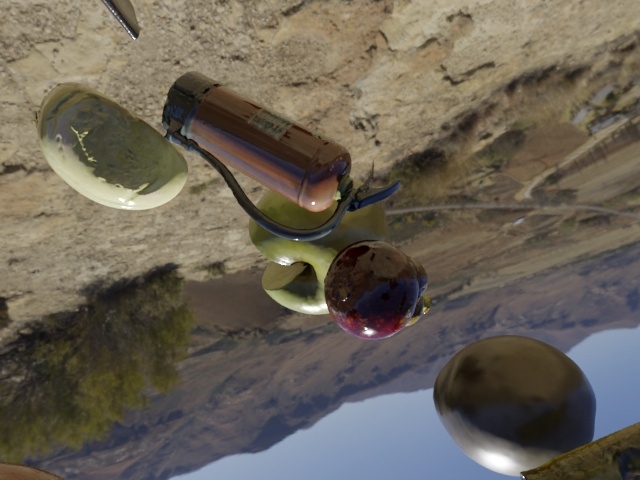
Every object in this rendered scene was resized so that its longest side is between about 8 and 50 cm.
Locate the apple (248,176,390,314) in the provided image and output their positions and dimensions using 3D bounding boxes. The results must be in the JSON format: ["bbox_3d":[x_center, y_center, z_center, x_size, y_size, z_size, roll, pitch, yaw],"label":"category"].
[{"bbox_3d":[0.000,0.000,0.963,0.292,0.292,0.254,-30,-163,38],"label":"apple"}]

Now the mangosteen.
[{"bbox_3d":[0.093,0.067,0.728,0.182,0.145,0.156,-15,176,-39],"label":"mangosteen"}]

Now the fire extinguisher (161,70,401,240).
[{"bbox_3d":[-0.081,-0.112,0.742,0.200,0.376,0.113,-59,169,-16],"label":"fire extinguisher"}]

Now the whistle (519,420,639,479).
[{"bbox_3d":[0.399,0.236,0.565,0.327,0.057,0.068,-26,-175,5],"label":"whistle"}]

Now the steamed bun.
[{"bbox_3d":[-0.385,-0.155,0.878,0.273,0.166,0.232,37,172,-38],"label":"steamed bun"}]

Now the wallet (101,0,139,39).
[{"bbox_3d":[-0.295,-0.349,0.637,0.018,0.082,0.156,-24,151,6],"label":"wallet"}]

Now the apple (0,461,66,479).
[{"bbox_3d":[-0.410,0.422,0.560,0.270,0.344,0.344,-13,164,-16],"label":"apple"}]

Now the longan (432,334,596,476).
[{"bbox_3d":[0.293,0.255,0.761,0.249,0.248,0.248,-16,164,-5],"label":"longan"}]
